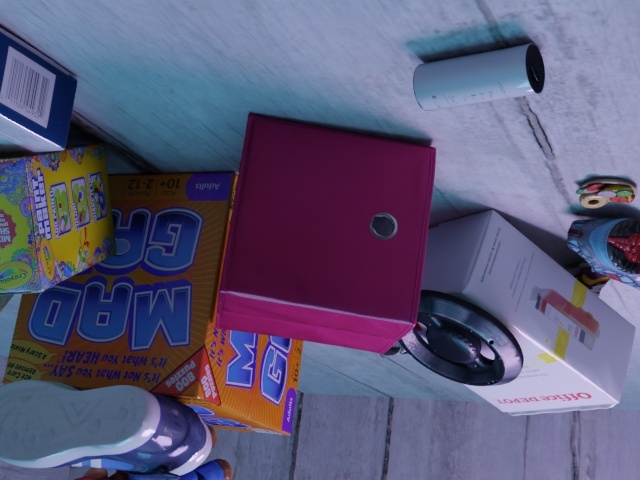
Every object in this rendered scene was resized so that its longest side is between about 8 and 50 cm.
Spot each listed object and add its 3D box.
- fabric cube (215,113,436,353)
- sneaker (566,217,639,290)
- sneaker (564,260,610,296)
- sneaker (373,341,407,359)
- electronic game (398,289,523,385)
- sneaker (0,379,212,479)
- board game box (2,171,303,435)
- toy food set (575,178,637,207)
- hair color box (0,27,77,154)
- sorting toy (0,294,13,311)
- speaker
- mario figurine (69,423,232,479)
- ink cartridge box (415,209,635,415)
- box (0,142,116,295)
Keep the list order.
[{"bbox_3d":[0.000,0.000,1.425,0.258,0.254,0.259,10,164,-4],"label":"fabric cube"},{"bbox_3d":[0.485,0.018,1.604,0.262,0.104,0.125,27,172,-40],"label":"sneaker"},{"bbox_3d":[0.471,0.083,1.779,0.069,0.084,0.185,-3,170,-15],"label":"sneaker"},{"bbox_3d":[0.154,0.141,1.917,0.086,0.132,0.229,-18,150,-43],"label":"sneaker"},{"bbox_3d":[0.211,0.156,1.609,0.229,0.048,0.229,23,150,15],"label":"electronic game"},{"bbox_3d":[-0.321,0.295,1.511,0.322,0.130,0.236,-7,152,24],"label":"sneaker"},{"bbox_3d":[-0.252,0.115,1.729,0.356,0.357,0.356,0,161,22],"label":"board game box"},{"bbox_3d":[0.404,-0.067,1.434,0.083,0.020,0.082,1,162,21],"label":"toy food set"},{"bbox_3d":[-0.502,-0.180,1.284,0.347,0.105,0.174,-1,163,26],"label":"hair color box"},{"bbox_3d":[-0.586,0.032,1.810,0.089,0.255,0.257,34,162,0],"label":"sorting toy"},{"bbox_3d":[0.172,-0.176,1.103,0.136,0.055,0.055,-5,160,35],"label":"speaker"},{"bbox_3d":[-0.307,0.397,1.610,0.198,0.170,0.320,36,-148,31],"label":"mario figurine"},{"bbox_3d":[0.303,0.136,1.738,0.384,0.160,0.279,36,151,-25],"label":"ink cartridge box"},{"bbox_3d":[-0.475,-0.031,1.418,0.289,0.177,0.279,-3,-171,9],"label":"box"}]
